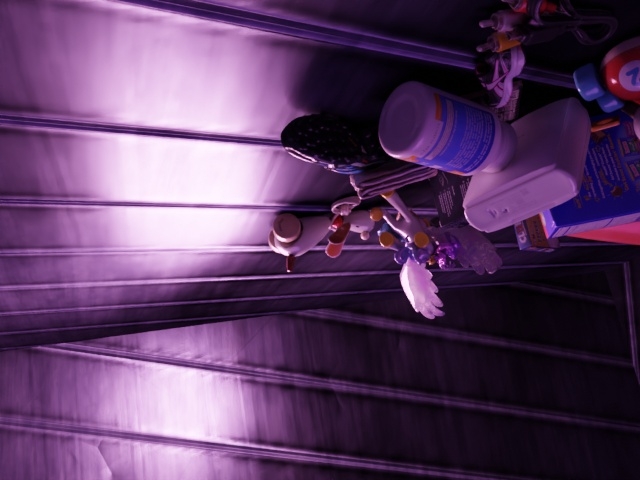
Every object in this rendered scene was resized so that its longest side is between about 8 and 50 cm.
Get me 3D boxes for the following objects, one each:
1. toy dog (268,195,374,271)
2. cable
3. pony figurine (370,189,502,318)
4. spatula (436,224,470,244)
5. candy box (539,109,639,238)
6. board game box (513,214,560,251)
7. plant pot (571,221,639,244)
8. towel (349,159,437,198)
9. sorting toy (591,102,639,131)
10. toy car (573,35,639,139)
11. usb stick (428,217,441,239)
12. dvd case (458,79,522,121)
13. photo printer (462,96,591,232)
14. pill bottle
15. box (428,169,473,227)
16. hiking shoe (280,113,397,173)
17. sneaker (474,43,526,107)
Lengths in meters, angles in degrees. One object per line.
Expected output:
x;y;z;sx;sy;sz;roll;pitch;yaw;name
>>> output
0.000;0.000;1.927;0.333;0.161;0.220;-14;165;11;toy dog
0.400;-0.383;1.081;0.287;0.072;0.140;-17;151;-26;cable
0.300;0.011;1.861;0.302;0.351;0.363;-39;154;16;pony figurine
0.502;-0.048;2.276;0.241;0.019;0.168;-26;159;2;spatula
0.686;-0.168;1.584;0.316;0.268;0.122;-11;161;4;candy box
0.604;-0.091;1.849;0.165;0.244;0.042;5;159;-42;board game box
0.858;-0.117;1.942;0.243;0.275;0.275;-3;166;10;plant pot
0.161;-0.157;1.481;0.187;0.049;0.282;-17;-170;2;towel
0.778;-0.321;1.431;0.347;0.047;0.196;-18;-166;17;sorting toy
0.663;-0.268;1.268;0.219;0.238;0.210;-24;160;40;toy car
0.419;-0.026;2.334;0.077;0.045;0.278;-21;164;2;usb stick
0.325;-0.280;1.410;0.221;0.018;0.164;-14;164;10;dvd case
0.462;-0.179;1.422;0.107;0.308;0.256;45;138;-17;photo printer
0.265;-0.215;1.298;0.271;0.153;0.152;10;156;-33;pill bottle
0.392;-0.131;1.729;0.093;0.156;0.158;3;160;-42;box
0.030;-0.186;1.374;0.303;0.113;0.132;2;159;-39;hiking shoe
0.328;-0.318;1.219;0.077;0.072;0.178;2;157;2;sneaker
